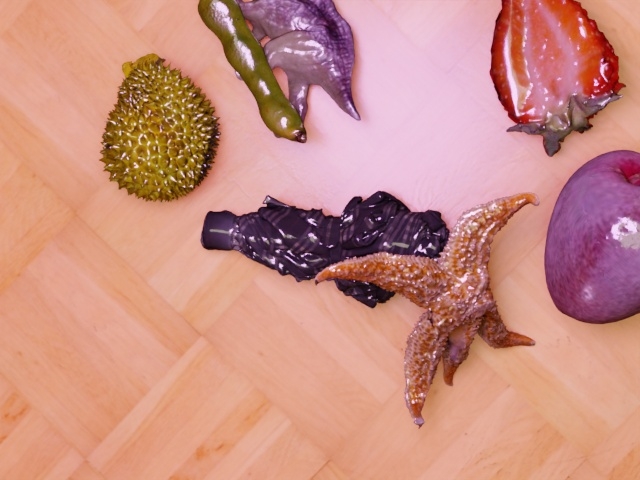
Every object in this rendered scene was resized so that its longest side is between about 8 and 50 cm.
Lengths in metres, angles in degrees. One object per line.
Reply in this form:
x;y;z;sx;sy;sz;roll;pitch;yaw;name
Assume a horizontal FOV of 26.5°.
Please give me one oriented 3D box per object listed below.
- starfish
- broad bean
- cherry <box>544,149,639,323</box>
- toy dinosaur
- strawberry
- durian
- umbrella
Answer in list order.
0.159;0.108;1.757;0.301;0.084;0.293;-24;129;-14;starfish
-0.091;-0.231;1.789;0.052;0.053;0.256;-30;85;-10;broad bean
0.383;-0.008;1.734;0.183;0.213;0.266;31;119;-9;cherry
-0.042;-0.275;1.840;0.162;0.077;0.294;-25;88;15;toy dinosaur
0.294;-0.242;1.795;0.174;0.098;0.228;-37;76;23;strawberry
-0.214;-0.147;1.833;0.159;0.146;0.198;14;98;4;durian
0.004;-0.011;1.827;0.336;0.128;0.154;18;97;9;umbrella
